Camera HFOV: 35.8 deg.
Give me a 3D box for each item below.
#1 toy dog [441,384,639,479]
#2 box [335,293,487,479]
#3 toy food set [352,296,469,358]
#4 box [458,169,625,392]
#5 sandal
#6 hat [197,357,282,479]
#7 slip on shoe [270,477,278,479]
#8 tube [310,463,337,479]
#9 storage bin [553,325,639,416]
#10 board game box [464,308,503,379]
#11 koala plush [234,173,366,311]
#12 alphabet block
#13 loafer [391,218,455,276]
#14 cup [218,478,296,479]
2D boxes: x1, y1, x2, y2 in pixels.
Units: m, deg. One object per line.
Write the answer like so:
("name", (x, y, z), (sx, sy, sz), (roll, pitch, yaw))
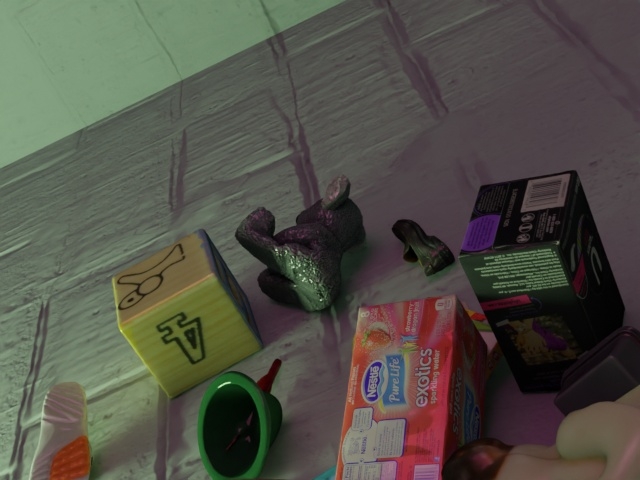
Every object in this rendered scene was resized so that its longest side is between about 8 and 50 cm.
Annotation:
("toy dog", (0.332, 0.265, 1.080), (0.408, 0.285, 0.395), (-25, 16, 6))
("box", (0.127, 0.240, 1.336), (0.154, 0.142, 0.300), (-10, 50, 25))
("toy food set", (0.141, 0.141, 1.604), (0.217, 0.071, 0.128), (-21, 32, 13))
("box", (0.317, 0.062, 1.384), (0.143, 0.270, 0.165), (-8, 37, 30))
("sandal", (-0.442, 0.370, 1.733), (0.102, 0.076, 0.265), (-4, 46, -1))
("hat", (-0.078, 0.293, 1.607), (0.173, 0.183, 0.209), (-7, 79, 43))
("slip on shoe", (-0.114, 0.400, 1.466), (0.135, 0.051, 0.041), (-28, 70, -13))
("tube", (0.010, 0.363, 1.412), (0.207, 0.052, 0.080), (-28, 63, -3))
("storage bin", (0.369, 0.191, 1.274), (0.135, 0.098, 0.091), (-47, -14, 30))
("board game box", (0.178, 0.209, 1.467), (0.124, 0.039, 0.259), (16, 62, 48))
("koala plush", (0.000, 0.000, 1.830), (0.203, 0.196, 0.221), (21, 55, 38))
("alphabet block", (-0.244, 0.130, 1.813), (0.197, 0.193, 0.192), (-28, 30, 1))
("loafer", (0.170, 0.011, 1.783), (0.061, 0.062, 0.170), (-40, 31, -8))
("cup", (0.007, 0.414, 1.130), (0.237, 0.331, 0.331), (-10, 26, -19))
